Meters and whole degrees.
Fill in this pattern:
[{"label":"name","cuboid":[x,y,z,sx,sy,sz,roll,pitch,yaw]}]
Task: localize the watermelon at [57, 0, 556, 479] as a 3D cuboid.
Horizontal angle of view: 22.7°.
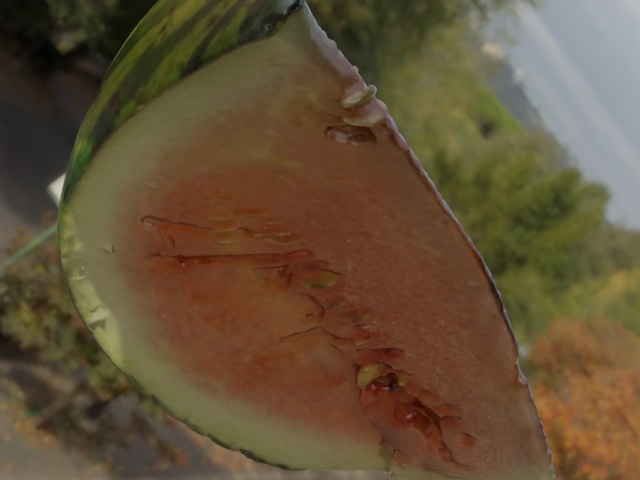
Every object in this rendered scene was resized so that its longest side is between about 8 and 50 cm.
[{"label":"watermelon","cuboid":[-0.026,0.011,0.601,0.159,0.128,0.303,49,-8,43]}]
